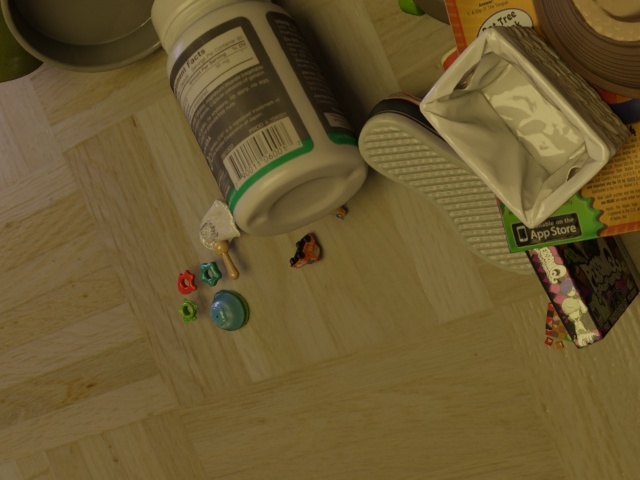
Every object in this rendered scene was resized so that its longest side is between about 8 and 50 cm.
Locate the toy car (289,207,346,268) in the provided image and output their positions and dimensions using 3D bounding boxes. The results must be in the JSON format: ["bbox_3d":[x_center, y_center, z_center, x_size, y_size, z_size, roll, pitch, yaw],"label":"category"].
[{"bbox_3d":[0.000,0.000,1.637,0.040,0.060,0.122,30,131,-16],"label":"toy car"}]

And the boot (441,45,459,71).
[{"bbox_3d":[0.233,-0.252,1.416,0.158,0.059,0.084,-30,61,20],"label":"boot"}]

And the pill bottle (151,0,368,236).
[{"bbox_3d":[-0.094,-0.205,1.506,0.204,0.204,0.361,-39,67,34],"label":"pill bottle"}]

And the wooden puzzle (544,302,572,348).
[{"bbox_3d":[0.341,0.116,1.493,0.049,0.006,0.083,12,111,28],"label":"wooden puzzle"}]

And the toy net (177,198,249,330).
[{"bbox_3d":[-0.175,0.037,1.761,0.122,0.045,0.232,16,111,29],"label":"toy net"}]

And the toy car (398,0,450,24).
[{"bbox_3d":[0.186,-0.383,1.382,0.155,0.149,0.188,23,90,33],"label":"toy car"}]

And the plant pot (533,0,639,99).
[{"bbox_3d":[0.287,-0.235,0.927,0.237,0.110,0.237,9,109,28],"label":"plant pot"}]

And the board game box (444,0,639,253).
[{"bbox_3d":[0.383,-0.224,1.151,0.357,0.356,0.356,-11,99,34],"label":"board game box"}]

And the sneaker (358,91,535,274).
[{"bbox_3d":[0.202,-0.090,1.455,0.321,0.127,0.126,39,127,-12],"label":"sneaker"}]

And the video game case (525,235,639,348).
[{"bbox_3d":[0.320,0.003,1.336,0.042,0.232,0.210,-28,89,32],"label":"video game case"}]

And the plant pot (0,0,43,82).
[{"bbox_3d":[-0.557,-0.452,1.688,0.366,0.366,0.353,26,129,22],"label":"plant pot"}]

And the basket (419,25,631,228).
[{"bbox_3d":[0.200,-0.114,1.020,0.167,0.103,0.113,50,123,11],"label":"basket"}]

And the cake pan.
[{"bbox_3d":[-0.337,-0.388,1.606,0.293,0.293,0.054,-58,42,30],"label":"cake pan"}]
